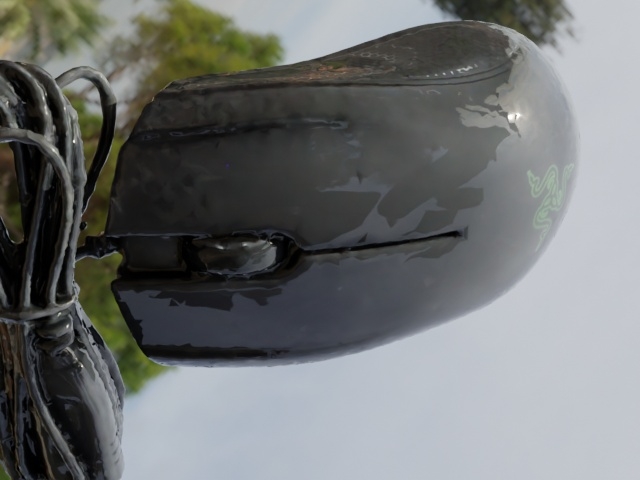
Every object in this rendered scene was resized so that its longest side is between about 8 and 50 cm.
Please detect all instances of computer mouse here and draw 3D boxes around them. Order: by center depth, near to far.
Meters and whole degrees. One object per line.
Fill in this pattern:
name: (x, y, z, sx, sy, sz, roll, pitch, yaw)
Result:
computer mouse: (0.000, 0.000, 0.505, 0.272, 0.189, 0.072, -19, -148, -22)
